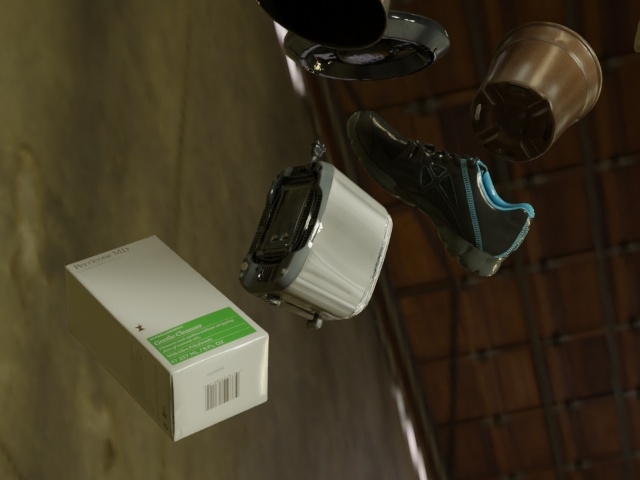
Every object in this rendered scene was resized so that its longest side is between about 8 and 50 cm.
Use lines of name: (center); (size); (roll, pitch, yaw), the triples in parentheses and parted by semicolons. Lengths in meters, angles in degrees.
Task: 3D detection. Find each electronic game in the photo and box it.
electronic game: (0.063, -0.269, 1.792); (0.229, 0.229, 0.048); (46, 42, -76)

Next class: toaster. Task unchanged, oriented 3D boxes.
toaster: (0.000, 0.000, 1.724); (0.146, 0.129, 0.227); (34, 64, -34)

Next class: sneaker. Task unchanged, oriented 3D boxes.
sneaker: (0.192, -0.104, 2.092); (0.341, 0.140, 0.125); (43, 24, 3)

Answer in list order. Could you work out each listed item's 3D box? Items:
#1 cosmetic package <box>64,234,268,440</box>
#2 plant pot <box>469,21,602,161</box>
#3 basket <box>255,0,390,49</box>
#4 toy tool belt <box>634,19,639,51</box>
cosmetic package: (-0.268, 0.159, 2.230); (0.365, 0.197, 0.155); (37, -43, 40)
plant pot: (0.294, -0.202, 1.846); (0.165, 0.167, 0.167); (-49, 130, -50)
basket: (0.023, -0.362, 1.452); (0.204, 0.154, 0.227); (49, 51, -60)
toy tool belt: (0.484, -0.302, 1.878); (0.052, 0.051, 0.083); (140, -32, -66)
